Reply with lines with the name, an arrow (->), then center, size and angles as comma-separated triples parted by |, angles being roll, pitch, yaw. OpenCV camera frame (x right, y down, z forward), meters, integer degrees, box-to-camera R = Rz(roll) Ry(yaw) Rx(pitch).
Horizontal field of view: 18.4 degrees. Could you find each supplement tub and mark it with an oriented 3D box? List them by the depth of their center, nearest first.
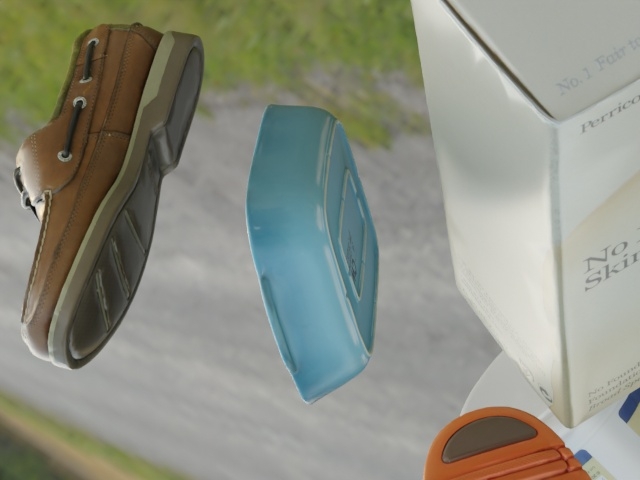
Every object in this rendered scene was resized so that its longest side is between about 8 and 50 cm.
supplement tub -> 0.316, 0.240, 2.011 | 0.316, 0.228, 0.228 | 44, 166, -20

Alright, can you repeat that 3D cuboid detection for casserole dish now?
casserole dish -> 0.000, 0.000, 0.967 | 0.188, 0.037, 0.114 | -80, -25, -64

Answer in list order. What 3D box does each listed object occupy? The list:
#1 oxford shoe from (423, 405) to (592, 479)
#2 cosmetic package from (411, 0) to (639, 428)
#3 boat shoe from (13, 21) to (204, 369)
oxford shoe -> 0.136, 0.278, 1.149 | 0.133, 0.130, 0.364 | 98, 157, -73
cosmetic package -> 0.145, -0.049, 0.930 | 0.113, 0.160, 0.309 | 54, 171, 27
boat shoe -> -0.181, -0.037, 1.524 | 0.104, 0.307, 0.111 | 12, 144, 10
